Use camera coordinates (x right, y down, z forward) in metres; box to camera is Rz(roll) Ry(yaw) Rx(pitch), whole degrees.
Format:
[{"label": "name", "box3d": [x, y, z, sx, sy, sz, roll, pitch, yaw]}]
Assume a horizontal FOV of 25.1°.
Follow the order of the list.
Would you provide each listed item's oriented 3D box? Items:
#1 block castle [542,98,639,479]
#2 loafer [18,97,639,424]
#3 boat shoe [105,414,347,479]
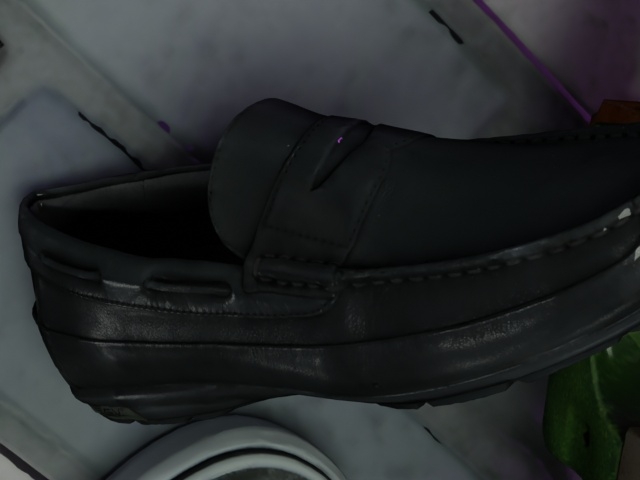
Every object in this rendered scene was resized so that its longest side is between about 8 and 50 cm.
[{"label": "block castle", "box3d": [0.229, 0.034, 0.435, 0.303, 0.213, 0.453, 2, 106, -16]}, {"label": "loafer", "box3d": [0.000, 0.000, 0.383, 0.076, 0.223, 0.078, -48, 118, -45]}, {"label": "boat shoe", "box3d": [-0.076, 0.213, 0.433, 0.121, 0.119, 0.335, 32, 81, -16]}]
